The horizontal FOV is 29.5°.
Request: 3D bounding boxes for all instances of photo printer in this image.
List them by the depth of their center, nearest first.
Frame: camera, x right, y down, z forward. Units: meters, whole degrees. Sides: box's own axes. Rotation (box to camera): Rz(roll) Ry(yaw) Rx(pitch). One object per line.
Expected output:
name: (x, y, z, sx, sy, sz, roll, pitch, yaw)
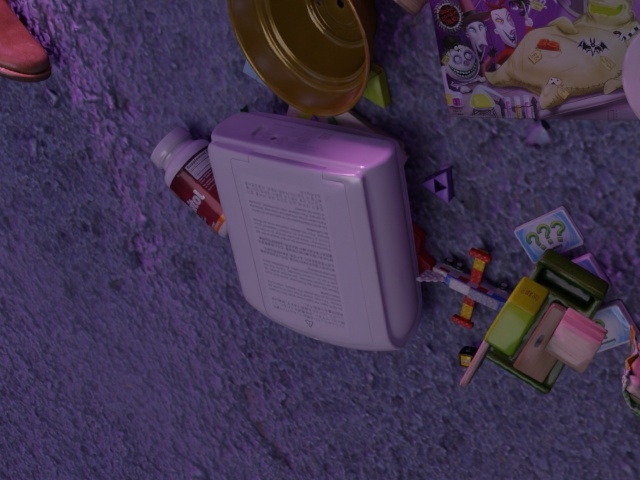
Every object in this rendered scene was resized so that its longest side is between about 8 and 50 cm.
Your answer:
photo printer: (0.000, 0.000, 1.541, 0.256, 0.107, 0.307, 14, 131, 33)

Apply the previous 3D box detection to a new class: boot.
boot: (-0.497, -0.346, 1.748, 0.305, 0.112, 0.115, 41, 124, 12)

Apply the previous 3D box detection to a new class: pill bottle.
pill bottle: (-0.156, -0.082, 1.660, 0.152, 0.086, 0.086, 43, 134, 8)

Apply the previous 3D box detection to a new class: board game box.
board game box: (0.277, -0.227, 1.265, 0.347, 0.056, 0.208, 5, 116, 36)

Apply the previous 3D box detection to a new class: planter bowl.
planter bowl: (-0.001, -0.261, 1.414, 0.217, 0.090, 0.217, 30, 141, 28)

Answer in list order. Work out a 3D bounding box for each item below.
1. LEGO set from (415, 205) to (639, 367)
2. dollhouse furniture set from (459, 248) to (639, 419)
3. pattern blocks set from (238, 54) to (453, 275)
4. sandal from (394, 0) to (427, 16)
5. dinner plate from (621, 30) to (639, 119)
LEGO set: (0.237, 0.084, 1.483, 0.244, 0.060, 0.182, -26, 98, 42)
dollhouse furniture set: (0.322, 0.170, 1.348, 0.301, 0.197, 0.151, 32, 118, 10)
pattern blocks set: (0.022, -0.107, 1.549, 0.325, 0.026, 0.285, 27, 130, 22)
sandal: (0.042, -0.352, 1.357, 0.240, 0.088, 0.079, 42, 101, 15)
dinner plate: (0.363, -0.156, 1.201, 0.141, 0.017, 0.141, 21, 129, 28)
